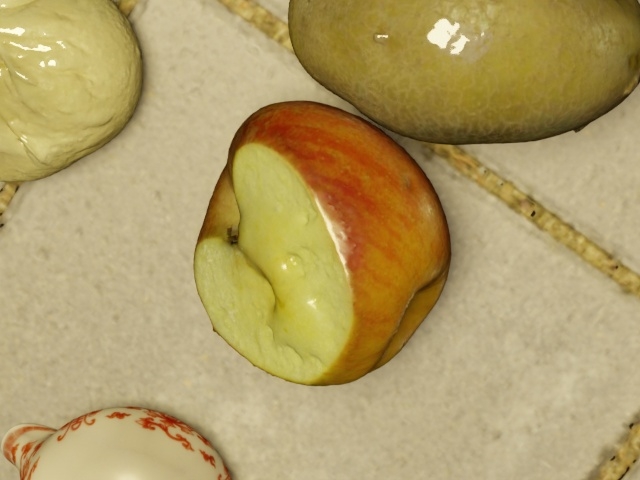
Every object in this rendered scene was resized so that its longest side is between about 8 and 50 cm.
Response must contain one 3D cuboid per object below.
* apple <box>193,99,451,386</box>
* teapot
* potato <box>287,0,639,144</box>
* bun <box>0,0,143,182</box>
[{"bbox_3d":[0.000,0.000,0.906,0.173,0.160,0.195,33,127,11],"label":"apple"},{"bbox_3d":[-0.133,0.210,1.004,0.246,0.116,0.159,27,93,-6],"label":"teapot"},{"bbox_3d":[0.097,-0.138,0.857,0.235,0.177,0.160,6,146,-11],"label":"potato"},{"bbox_3d":[-0.222,-0.121,0.930,0.188,0.111,0.164,25,106,-3],"label":"bun"}]
